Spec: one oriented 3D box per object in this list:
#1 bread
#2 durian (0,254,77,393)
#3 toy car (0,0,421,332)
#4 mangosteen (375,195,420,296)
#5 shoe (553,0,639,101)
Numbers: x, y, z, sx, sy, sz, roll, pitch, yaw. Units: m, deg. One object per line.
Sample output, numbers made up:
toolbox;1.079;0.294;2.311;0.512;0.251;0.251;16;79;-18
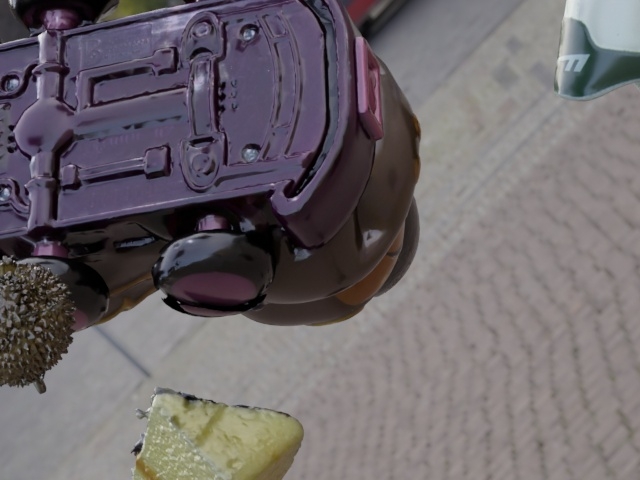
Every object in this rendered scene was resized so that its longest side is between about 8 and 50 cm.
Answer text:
bread;-0.124;0.287;1.843;0.266;0.178;0.141;110;154;-51
durian;-0.178;0.052;0.956;0.080;0.091;0.080;-21;20;8
toy car;-0.096;-0.045;1.145;0.341;0.240;0.271;-8;64;15
mangosteen;0.000;0.000;1.787;0.230;0.194;0.194;-45;7;-17
shoe;0.345;-0.124;1.280;0.160;0.363;0.132;-70;21;7
